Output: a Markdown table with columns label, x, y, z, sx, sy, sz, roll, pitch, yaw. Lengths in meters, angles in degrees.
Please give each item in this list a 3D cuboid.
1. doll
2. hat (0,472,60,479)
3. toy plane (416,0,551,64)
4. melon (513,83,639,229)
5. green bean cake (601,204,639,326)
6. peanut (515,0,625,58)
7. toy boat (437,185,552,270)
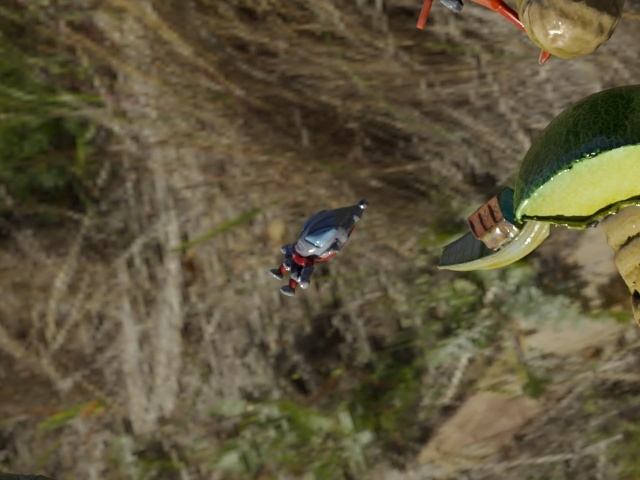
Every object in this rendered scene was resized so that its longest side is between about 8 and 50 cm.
| label | x | y | z | sx | sy | sz | roll | pitch | yaw |
| --- | --- | --- | --- | --- | --- | --- | --- | --- | --- |
| doll | -0.001 | -0.001 | 1.401 | 0.039 | 0.057 | 0.114 | 43 | 102 | -8 |
| hat | -0.241 | 0.304 | 1.146 | 0.130 | 0.257 | 0.257 | 133 | 122 | -83 |
| toy plane | 0.154 | -0.239 | 1.525 | 0.126 | 0.077 | 0.194 | -33 | 105 | 6 |
| melon | 0.317 | -0.094 | 1.456 | 0.169 | 0.265 | 0.129 | -90 | 8 | -48 |
| green bean cake | 0.444 | 0.029 | 1.735 | 0.131 | 0.230 | 0.224 | -35 | 67 | 52 |
| peanut | 0.241 | -0.239 | 1.480 | 0.108 | 0.226 | 0.095 | 42 | 113 | -1 |
| toy boat | 0.186 | -0.013 | 1.607 | 0.172 | 0.066 | 0.065 | -41 | 27 | 47 |
